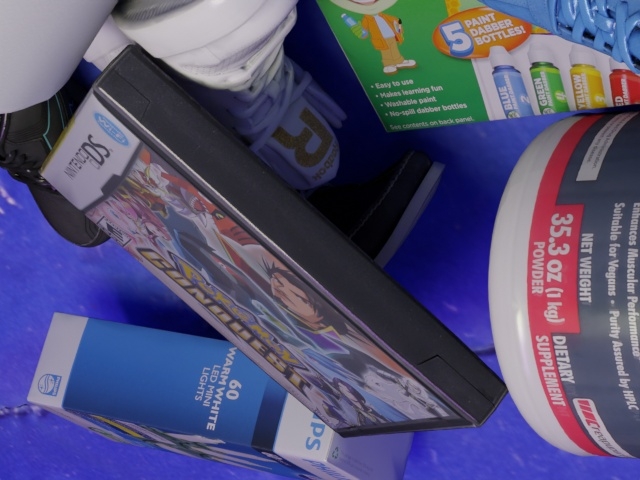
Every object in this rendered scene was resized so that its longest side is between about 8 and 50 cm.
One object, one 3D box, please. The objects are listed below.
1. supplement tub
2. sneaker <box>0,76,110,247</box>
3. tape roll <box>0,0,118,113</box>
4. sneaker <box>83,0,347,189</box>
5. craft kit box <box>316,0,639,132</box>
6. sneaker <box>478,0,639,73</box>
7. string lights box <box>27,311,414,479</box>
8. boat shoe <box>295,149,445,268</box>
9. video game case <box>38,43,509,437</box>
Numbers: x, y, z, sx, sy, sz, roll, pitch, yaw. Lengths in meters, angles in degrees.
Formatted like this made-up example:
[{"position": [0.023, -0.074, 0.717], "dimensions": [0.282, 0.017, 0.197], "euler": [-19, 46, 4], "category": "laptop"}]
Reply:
[{"position": [0.242, 0.022, 0.819], "dimensions": [0.272, 0.191, 0.191], "euler": [-1, 131, 36], "category": "supplement tub"}, {"position": [-0.206, -0.084, 1.081], "dimensions": [0.101, 0.106, 0.267], "euler": [9, 138, 25], "category": "sneaker"}, {"position": [-0.227, -0.194, 0.820], "dimensions": [0.286, 0.286, 0.100], "euler": [35, 118, -4], "category": "tape roll"}, {"position": [-0.034, -0.101, 0.905], "dimensions": [0.169, 0.108, 0.292], "euler": [42, 169, -17], "category": "sneaker"}, {"position": [0.093, -0.175, 0.819], "dimensions": [0.250, 0.061, 0.246], "euler": [-5, 127, 37], "category": "craft kit box"}, {"position": [0.150, -0.111, 0.743], "dimensions": [0.209, 0.082, 0.069], "euler": [14, 140, 24], "category": "sneaker"}, {"position": [-0.072, 0.122, 1.200], "dimensions": [0.260, 0.076, 0.133], "euler": [7, 163, 29], "category": "string lights box"}, {"position": [0.000, 0.000, 1.048], "dimensions": [0.079, 0.084, 0.233], "euler": [39, 145, -9], "category": "boat shoe"}, {"position": [-0.042, 0.017, 0.950], "dimensions": [0.275, 0.035, 0.248], "euler": [42, 163, -7], "category": "video game case"}]
